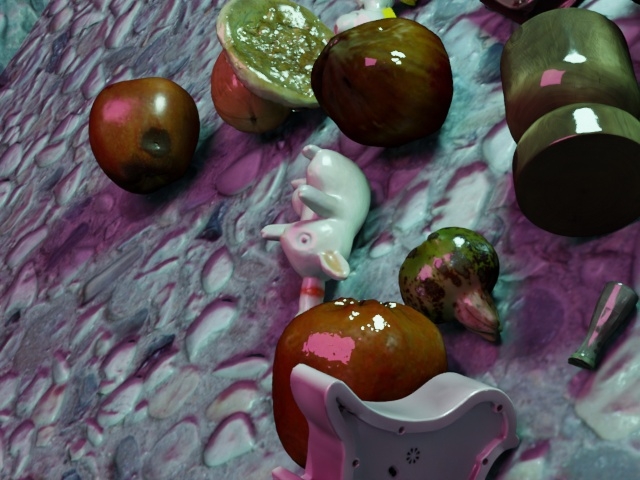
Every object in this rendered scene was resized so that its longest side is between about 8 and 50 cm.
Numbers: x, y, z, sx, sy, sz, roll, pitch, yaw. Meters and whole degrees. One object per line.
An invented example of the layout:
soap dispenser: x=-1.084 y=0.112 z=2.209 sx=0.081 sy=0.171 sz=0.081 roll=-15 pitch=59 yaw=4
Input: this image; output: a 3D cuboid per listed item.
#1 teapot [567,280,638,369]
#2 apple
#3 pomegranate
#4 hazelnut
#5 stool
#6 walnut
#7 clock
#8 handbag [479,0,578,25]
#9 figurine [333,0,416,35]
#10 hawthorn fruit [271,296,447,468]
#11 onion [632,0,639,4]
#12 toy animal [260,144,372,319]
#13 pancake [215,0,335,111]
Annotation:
teapot: x=0.334 y=0.104 z=1.354 sx=0.042 sy=0.043 sz=0.111 roll=18 pitch=73 yaw=53
apple: x=-0.341 y=-0.201 z=2.223 sx=0.230 sy=0.230 sz=0.230 roll=-28 pitch=39 yaw=25
pomegranate: x=0.177 y=0.055 z=1.491 sx=0.138 sy=0.126 sz=0.163 roll=-34 pitch=35 yaw=-5
hazelnut: x=0.101 y=-0.257 z=1.814 sx=0.217 sy=0.217 sz=0.251 roll=-49 pitch=34 yaw=-4
stool: x=0.333 y=-0.159 z=1.495 sx=0.179 sy=0.179 sz=0.264 roll=-26 pitch=39 yaw=26
walnut: x=-0.122 y=-0.287 z=2.118 sx=0.165 sy=0.165 sz=0.197 roll=-29 pitch=46 yaw=23
clock: x=0.076 y=0.230 z=1.285 sx=0.275 sy=0.290 sz=0.080 roll=-48 pitch=33 yaw=-16
handbag: x=0.361 y=-0.448 z=1.850 sx=0.203 sy=0.074 sz=0.216 roll=-43 pitch=35 yaw=4
figurine: x=0.092 y=-0.402 z=2.077 sx=0.129 sy=0.109 sz=0.178 roll=11 pitch=64 yaw=26
hawthorn fruit: x=0.038 y=0.199 z=1.433 sx=0.224 sy=0.224 sz=0.261 roll=3 pitch=78 yaw=48
onion: x=0.492 y=-0.433 z=1.513 sx=0.260 sy=0.282 sz=0.337 roll=-42 pitch=35 yaw=0
toy animal: x=-0.011 y=-0.011 z=1.736 sx=0.140 sy=0.138 sz=0.282 roll=-54 pitch=13 yaw=52
pancake: x=-0.062 y=-0.344 z=2.057 sx=0.049 sy=0.282 sz=0.282 roll=123 pitch=159 yaw=-44
